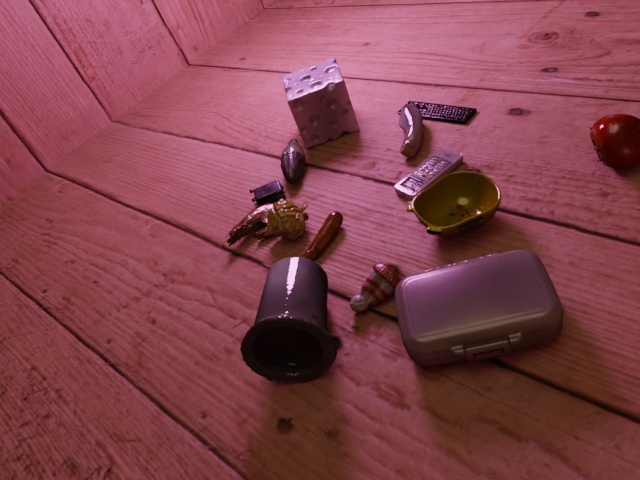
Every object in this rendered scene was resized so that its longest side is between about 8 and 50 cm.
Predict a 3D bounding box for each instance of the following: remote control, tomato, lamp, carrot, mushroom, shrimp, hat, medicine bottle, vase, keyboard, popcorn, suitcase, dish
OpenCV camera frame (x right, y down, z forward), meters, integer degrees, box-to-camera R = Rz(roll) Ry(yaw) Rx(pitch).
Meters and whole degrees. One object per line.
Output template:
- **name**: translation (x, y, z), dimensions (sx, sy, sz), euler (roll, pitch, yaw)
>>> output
- **remote control**: translation (0.370, -0.227, 1.793), dimensions (0.250, 0.034, 0.103), euler (-38, 42, -15)
- **tomato**: translation (0.870, -0.289, 1.523), dimensions (0.167, 0.167, 0.167), euler (-14, 41, 12)
- **lamp**: translation (-0.108, -0.310, 2.064), dimensions (0.101, 0.101, 0.250), euler (-12, 44, 14)
- **carrot**: translation (0.000, 0.000, 1.715), dimensions (0.059, 0.059, 0.248), euler (15, 58, 37)
- **mushroom**: translation (0.338, -0.414, 1.967), dimensions (0.096, 0.099, 0.278), euler (-14, 44, 20)
- **shrimp**: translation (-0.226, -0.052, 1.876), dimensions (0.249, 0.068, 0.150), euler (-33, 46, -17)
- **hat**: translation (0.151, 0.141, 1.483), dimensions (0.162, 0.093, 0.112), euler (-48, 33, 0)
- **medicine bottle**: translation (0.379, 0.165, 1.298), dimensions (0.375, 0.123, 0.282), euler (-14, 40, 11)
- **vase**: translation (-0.076, 0.201, 1.424), dimensions (0.245, 0.245, 0.291), euler (-14, 33, 12)
- **keyboard**: translation (0.450, -0.504, 2.063), dimensions (0.310, 0.018, 0.101), euler (21, 57, 40)
- **popcorn**: translation (-0.111, -0.075, 1.788), dimensions (0.162, 0.135, 0.141), euler (-24, 34, -1)
- **suitcase**: translation (-0.197, -0.174, 1.992), dimensions (0.126, 0.059, 0.086), euler (-23, 42, 2)
- **dish**: translation (0.404, -0.086, 1.568), dimensions (0.262, 0.108, 0.221), euler (-29, 41, -7)

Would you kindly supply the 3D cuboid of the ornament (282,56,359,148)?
- **ornament**: translation (0.000, -0.570, 2.185), dimensions (0.240, 0.239, 0.239), euler (-19, 42, 6)
